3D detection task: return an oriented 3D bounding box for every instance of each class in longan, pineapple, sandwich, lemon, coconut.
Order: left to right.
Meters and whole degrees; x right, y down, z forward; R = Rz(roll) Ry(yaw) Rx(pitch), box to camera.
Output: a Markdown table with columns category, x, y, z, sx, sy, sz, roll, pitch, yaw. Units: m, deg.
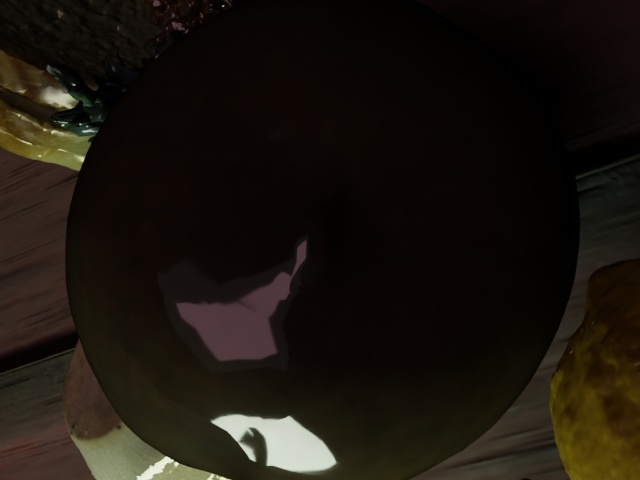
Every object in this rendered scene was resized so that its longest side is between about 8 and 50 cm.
| category | x | y | z | sx | sy | sz | roll | pitch | yaw |
| --- | --- | --- | --- | --- | --- | --- | --- | --- | --- |
| sandwich | -0.206 | -0.203 | 1.228 | 0.254 | 0.288 | 0.099 | 25 | 141 | -15 |
| pineapple | -0.088 | -0.145 | 1.111 | 0.083 | 0.103 | 0.221 | 21 | 74 | 32 |
| coconut | -0.077 | 0.102 | 1.165 | 0.161 | 0.162 | 0.161 | -25 | 55 | 41 |
| longan | -0.001 | 0.003 | 0.983 | 0.297 | 0.297 | 0.297 | 9 | 104 | 37 |
| lemon | 0.223 | 0.092 | 0.894 | 0.231 | 0.192 | 0.192 | 42 | 121 | 27 |

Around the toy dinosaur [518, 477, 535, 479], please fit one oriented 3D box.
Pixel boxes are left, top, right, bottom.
| category | x | y | z | sx | sy | sz | roll | pitch | yaw |
| --- | --- | --- | --- | --- | --- | --- | --- | --- | --- |
| toy dinosaur | 0.088 | 0.217 | 0.983 | 0.207 | 0.113 | 0.327 | -30 | 124 | 28 |
